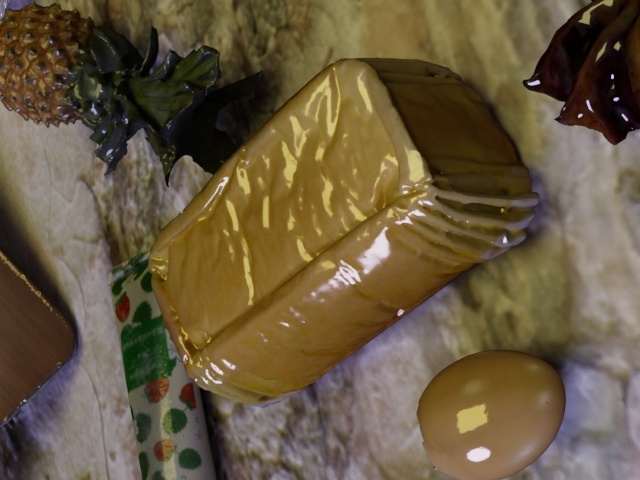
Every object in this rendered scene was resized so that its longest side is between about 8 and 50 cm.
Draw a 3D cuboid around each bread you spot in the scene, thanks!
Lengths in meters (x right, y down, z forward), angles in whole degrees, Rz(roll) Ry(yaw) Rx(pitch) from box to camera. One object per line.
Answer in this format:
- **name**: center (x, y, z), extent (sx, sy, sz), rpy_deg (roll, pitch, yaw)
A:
- **bread**: center (0.000, 0.000, 0.713), extent (0.288, 0.119, 0.152), rpy_deg (-40, 62, 33)

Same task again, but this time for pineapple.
- **pineapple**: center (-0.170, -0.134, 0.872), extent (0.277, 0.119, 0.130), rpy_deg (25, 63, 37)

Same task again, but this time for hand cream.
- **hand cream**: center (-0.133, 0.140, 0.876), extent (0.095, 0.059, 0.276), rpy_deg (-27, 68, 36)

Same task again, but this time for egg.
- **egg**: center (0.110, 0.109, 0.645), extent (0.096, 0.080, 0.080), rpy_deg (-23, 76, 31)

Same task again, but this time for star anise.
- **star anise**: center (0.194, -0.125, 0.534), extent (0.190, 0.126, 0.220), rpy_deg (-11, 59, 21)

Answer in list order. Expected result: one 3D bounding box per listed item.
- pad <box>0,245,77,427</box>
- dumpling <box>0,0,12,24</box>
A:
- **pad**: center (-0.422, 0.097, 0.996), extent (0.284, 0.018, 0.286), rpy_deg (-44, 81, -8)
- **dumpling**: center (-0.395, -0.237, 1.067), extent (0.199, 0.118, 0.136), rpy_deg (-28, 54, 10)
